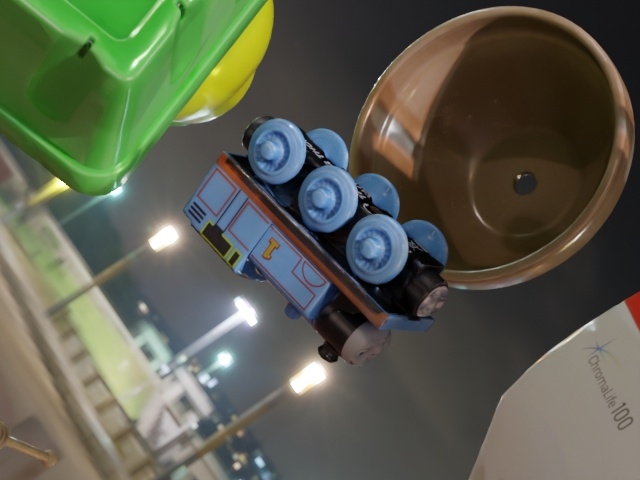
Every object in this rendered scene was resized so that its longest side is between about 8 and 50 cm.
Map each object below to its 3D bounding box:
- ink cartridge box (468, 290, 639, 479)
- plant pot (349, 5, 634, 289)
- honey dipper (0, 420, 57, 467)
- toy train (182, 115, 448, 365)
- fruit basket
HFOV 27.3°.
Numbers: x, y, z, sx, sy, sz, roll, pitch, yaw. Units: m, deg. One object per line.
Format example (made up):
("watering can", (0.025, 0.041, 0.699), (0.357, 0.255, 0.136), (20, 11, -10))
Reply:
("ink cartridge box", (0.180, 0.150, 0.708), (0.308, 0.091, 0.385), (-101, -160, -55))
("plant pot", (0.152, -0.065, 1.090), (0.237, 0.237, 0.110), (49, 10, 34))
("honey dipper", (-0.297, 0.202, 1.293), (0.030, 0.030, 0.160), (51, -2, 26))
("toy train", (0.000, 0.000, 0.843), (0.184, 0.105, 0.080), (45, 20, 26))
("fruit basket", (-0.142, -0.222, 1.006), (0.283, 0.392, 0.392), (39, -7, -10))
